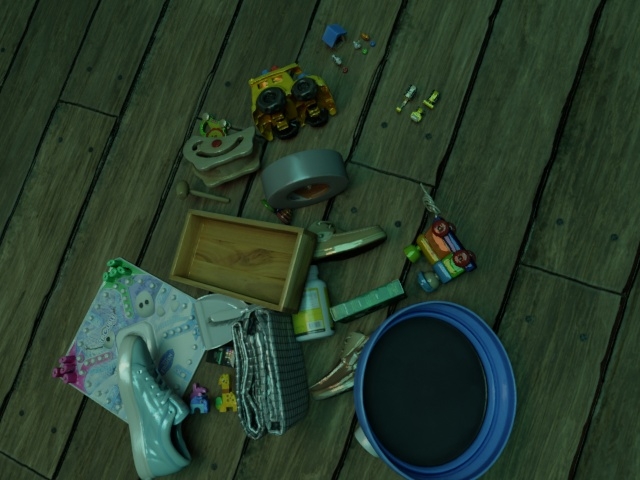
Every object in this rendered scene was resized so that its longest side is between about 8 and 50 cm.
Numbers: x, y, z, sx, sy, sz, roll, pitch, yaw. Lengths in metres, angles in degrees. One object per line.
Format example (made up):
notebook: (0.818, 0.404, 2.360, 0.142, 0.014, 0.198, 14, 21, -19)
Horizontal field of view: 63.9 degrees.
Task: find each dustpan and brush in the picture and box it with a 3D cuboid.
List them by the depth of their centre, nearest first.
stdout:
dustpan and brush: (-0.221, 0.194, 1.373, 0.211, 0.060, 0.147, -11, 64, -22)

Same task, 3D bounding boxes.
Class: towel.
towel: (-0.126, 0.315, 1.250, 0.121, 0.235, 0.284, -13, 78, 12)

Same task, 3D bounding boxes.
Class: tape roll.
tape roll: (-0.039, -0.153, 1.317, 0.219, 0.219, 0.072, -17, 76, 10)

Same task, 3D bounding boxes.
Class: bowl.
bowl: (0.253, 0.332, 1.143, 0.390, 0.077, 0.392, 5, 76, -19)

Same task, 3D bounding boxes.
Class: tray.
tray: (-0.211, 0.046, 1.337, 0.410, 0.076, 0.203, 10, 82, 34)

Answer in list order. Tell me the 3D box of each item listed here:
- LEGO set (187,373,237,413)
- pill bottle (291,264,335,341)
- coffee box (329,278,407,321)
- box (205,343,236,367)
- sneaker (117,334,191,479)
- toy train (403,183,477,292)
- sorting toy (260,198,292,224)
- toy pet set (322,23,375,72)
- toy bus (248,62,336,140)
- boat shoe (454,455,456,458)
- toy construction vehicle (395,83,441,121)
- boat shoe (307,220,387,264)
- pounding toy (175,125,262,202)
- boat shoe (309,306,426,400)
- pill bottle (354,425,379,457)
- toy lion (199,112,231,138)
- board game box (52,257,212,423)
LEGO set: (-0.258, 0.397, 1.344, 0.227, 0.087, 0.093, -6, 79, 12)
pill bottle: (-0.028, 0.161, 1.320, 0.103, 0.103, 0.184, -13, 77, 11)
coffee box: (0.124, 0.154, 1.281, 0.184, 0.113, 0.041, -24, 73, 10)
box: (-0.253, 0.306, 1.371, 0.083, 0.062, 0.052, 8, 81, 15)
sneaker: (-0.410, 0.412, 1.315, 0.150, 0.135, 0.366, -12, 90, 0)
toy train: (0.266, -0.001, 1.286, 0.143, 0.105, 0.248, -37, 74, 19)
sorting toy: (-0.113, -0.088, 1.408, 0.102, 0.061, 0.042, 42, 92, -6)
toy pet set: (0.071, -0.558, 1.441, 0.122, 0.065, 0.114, -44, 74, 3)
toy bus: (-0.087, -0.414, 1.428, 0.220, 0.149, 0.212, -19, 61, 8)
boat shoe: (0.318, 0.565, 1.185, 0.060, 0.064, 0.178, -26, 78, 6)
toy construction vehicle: (0.262, -0.371, 1.382, 0.085, 0.035, 0.098, 33, 92, 6)
boat shoe: (0.000, 0.000, 1.332, 0.340, 0.121, 0.110, -14, 78, 12)
pounding toy: (-0.288, -0.212, 1.464, 0.269, 0.155, 0.154, -22, 50, -2)
boat shoe: (0.108, 0.280, 1.266, 0.324, 0.123, 0.116, -31, 71, -3)
pill bottle: (0.168, 0.419, 1.224, 0.108, 0.108, 0.180, 40, 91, 17)
toy lion: (-0.314, -0.316, 1.514, 0.100, 0.034, 0.096, 24, 94, 17)
board game box: (-0.526, 0.297, 1.447, 0.389, 0.050, 0.390, 25, 87, 16)
